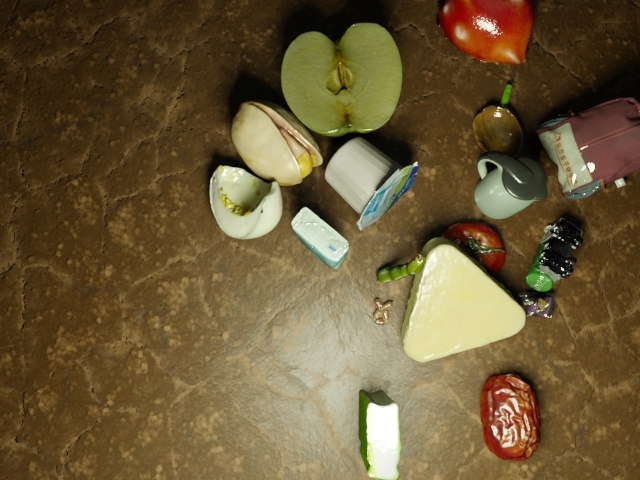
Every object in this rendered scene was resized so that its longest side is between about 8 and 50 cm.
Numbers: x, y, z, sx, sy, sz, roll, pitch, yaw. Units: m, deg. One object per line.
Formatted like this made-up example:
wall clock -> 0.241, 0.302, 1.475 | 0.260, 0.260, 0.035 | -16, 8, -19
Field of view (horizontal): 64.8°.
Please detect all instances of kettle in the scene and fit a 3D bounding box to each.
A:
kettle -> 0.579, -0.186, 1.589 | 0.161, 0.236, 0.221 | -43, 85, -5

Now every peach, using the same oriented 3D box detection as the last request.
peach -> 0.577, -0.748, 1.684 | 0.258, 0.201, 0.361 | -43, 85, -7

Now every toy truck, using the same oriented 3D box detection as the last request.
toy truck -> 0.735, 0.049, 1.595 | 0.101, 0.125, 0.242 | 34, 59, 6

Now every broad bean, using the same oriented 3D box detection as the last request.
broad bean -> 0.245, 0.092, 1.551 | 0.053, 0.256, 0.052 | 44, 62, -6

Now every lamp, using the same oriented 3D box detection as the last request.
lamp -> 0.201, 0.233, 1.633 | 0.063, 0.031, 0.083 | 9, 86, 2

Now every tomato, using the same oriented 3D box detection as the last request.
tomato -> 0.490, 0.040, 1.629 | 0.228, 0.101, 0.227 | 0, 79, 1

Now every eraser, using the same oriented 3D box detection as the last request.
eraser -> 0.164, 0.554, 1.464 | 0.092, 0.274, 0.209 | 1, 83, -2

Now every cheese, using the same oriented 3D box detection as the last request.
cheese -> 0.447, 0.206, 1.547 | 0.384, 0.104, 0.383 | 0, 104, 0

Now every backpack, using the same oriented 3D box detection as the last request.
backpack -> 0.885, -0.306, 1.597 | 0.317, 0.197, 0.283 | -26, 82, 34

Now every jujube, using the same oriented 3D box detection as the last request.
jujube -> 0.575, 0.534, 1.532 | 0.174, 0.174, 0.250 | -2, 71, -1

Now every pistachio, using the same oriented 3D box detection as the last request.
pistachio -> -0.145, -0.314, 1.602 | 0.309, 0.230, 0.230 | 42, 84, 5

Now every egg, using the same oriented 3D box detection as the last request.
egg -> -0.217, -0.112, 1.611 | 0.271, 0.162, 0.206 | 26, 110, 38

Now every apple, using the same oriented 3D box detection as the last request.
apple -> 0.066, -0.496, 1.605 | 0.312, 0.320, 0.360 | 1, 79, -39

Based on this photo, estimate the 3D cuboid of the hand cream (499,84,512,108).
hand cream -> 0.633, -0.476, 1.738 | 0.036, 0.023, 0.121 | 18, 86, -2

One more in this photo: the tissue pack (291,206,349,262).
tissue pack -> 0.000, 0.000, 1.544 | 0.177, 0.263, 0.089 | 40, 87, 5

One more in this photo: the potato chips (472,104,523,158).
potato chips -> 0.600, -0.357, 1.708 | 0.150, 0.049, 0.201 | -30, 86, 0

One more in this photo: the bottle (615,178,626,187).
bottle -> 0.967, -0.280, 1.699 | 0.060, 0.060, 0.217 | -21, 84, -4

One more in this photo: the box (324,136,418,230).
box -> 0.159, -0.211, 1.610 | 0.206, 0.262, 0.291 | 44, 46, 15

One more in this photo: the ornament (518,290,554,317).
ornament -> 0.655, 0.199, 1.558 | 0.088, 0.203, 0.081 | 2, 87, 35
